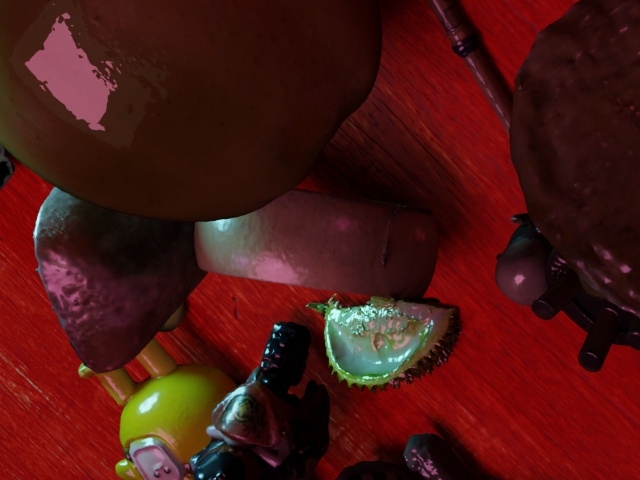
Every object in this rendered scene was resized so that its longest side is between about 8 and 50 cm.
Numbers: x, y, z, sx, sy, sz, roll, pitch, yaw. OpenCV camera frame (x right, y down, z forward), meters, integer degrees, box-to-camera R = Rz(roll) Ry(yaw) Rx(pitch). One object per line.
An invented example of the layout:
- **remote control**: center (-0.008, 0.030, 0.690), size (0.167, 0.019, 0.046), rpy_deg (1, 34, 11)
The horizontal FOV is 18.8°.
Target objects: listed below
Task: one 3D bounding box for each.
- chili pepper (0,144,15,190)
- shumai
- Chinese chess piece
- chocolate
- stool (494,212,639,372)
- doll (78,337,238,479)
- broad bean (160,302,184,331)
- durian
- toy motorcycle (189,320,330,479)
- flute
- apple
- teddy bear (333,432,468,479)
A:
- **chili pepper**: center (-0.455, -0.113, 2.316), size (0.227, 0.059, 0.088), rpy_deg (13, 121, 47)
- **shumai**: center (0.309, -0.031, 1.461), size (0.330, 0.292, 0.288), rpy_deg (38, -176, 24)
- **Chinese chess piece**: center (0.000, 0.000, 1.795), size (0.238, 0.238, 0.092), rpy_deg (9, 89, 42)
- **chocolate**: center (-0.155, -0.024, 1.865), size (0.100, 0.303, 0.185), rpy_deg (-9, 121, 32)
- **stool**: center (0.230, 0.033, 1.662), size (0.217, 0.121, 0.125), rpy_deg (8, 134, 36)
- **doll**: center (-0.137, 0.256, 2.279), size (0.199, 0.145, 0.363), rpy_deg (-32, 107, 22)
- **broad bean**: center (-0.193, 0.078, 2.245), size (0.083, 0.045, 0.063), rpy_deg (3, 118, 36)
- **durian**: center (0.063, 0.103, 1.984), size (0.215, 0.086, 0.100), rpy_deg (-1, 92, 44)
- **toy motorcycle**: center (-0.072, 0.292, 2.124), size (0.134, 0.207, 0.401), rpy_deg (17, 125, 18)
- **flute**: center (0.144, -0.134, 1.652), size (0.027, 0.027, 0.233), rpy_deg (-8, 120, 51)
- **apple**: center (-0.132, -0.179, 1.627), size (0.357, 0.357, 0.357), rpy_deg (29, 144, 23)
- **teddy bear**: center (0.097, 0.298, 2.080), size (0.251, 0.144, 0.171), rpy_deg (-17, 103, 51)
